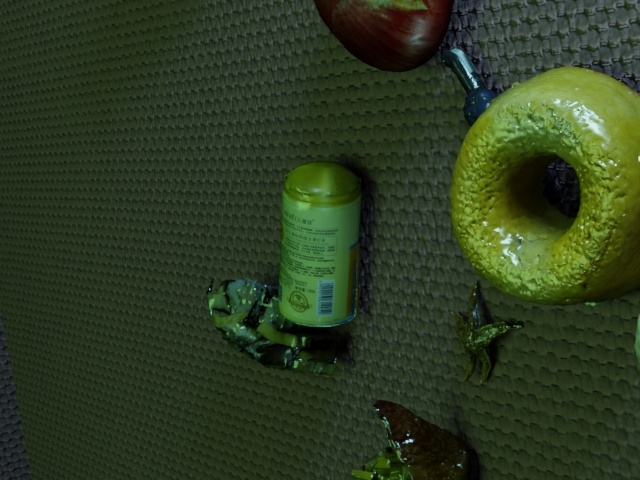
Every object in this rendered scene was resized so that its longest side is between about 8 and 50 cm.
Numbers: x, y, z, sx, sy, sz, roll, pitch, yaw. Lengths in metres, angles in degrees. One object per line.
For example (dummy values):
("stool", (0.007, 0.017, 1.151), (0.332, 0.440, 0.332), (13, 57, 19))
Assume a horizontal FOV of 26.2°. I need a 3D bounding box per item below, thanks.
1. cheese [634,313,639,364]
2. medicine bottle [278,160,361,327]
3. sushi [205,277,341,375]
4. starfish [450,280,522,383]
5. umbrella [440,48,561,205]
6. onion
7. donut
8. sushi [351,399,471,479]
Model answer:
("cheese", (0.406, 0.097, 1.401), (0.167, 0.094, 0.123), (-36, 69, 57))
("medicine bottle", (0.000, 0.000, 2.003), (0.124, 0.124, 0.239), (34, 128, 49))
("sushi", (-0.067, 0.135, 2.177), (0.291, 0.139, 0.131), (18, 97, 54))
("starfish", (0.208, 0.119, 1.781), (0.130, 0.041, 0.133), (-23, 82, 57))
("umbrella", (0.209, -0.136, 1.659), (0.248, 0.071, 0.071), (64, 147, 19))
("onion", (0.073, -0.331, 1.736), (0.248, 0.161, 0.248), (162, 90, -80))
("donut", (0.256, -0.050, 1.514), (0.277, 0.108, 0.277), (14, 113, 37))
("sushi", (0.115, 0.376, 1.902), (0.167, 0.179, 0.296), (52, 140, 44))
